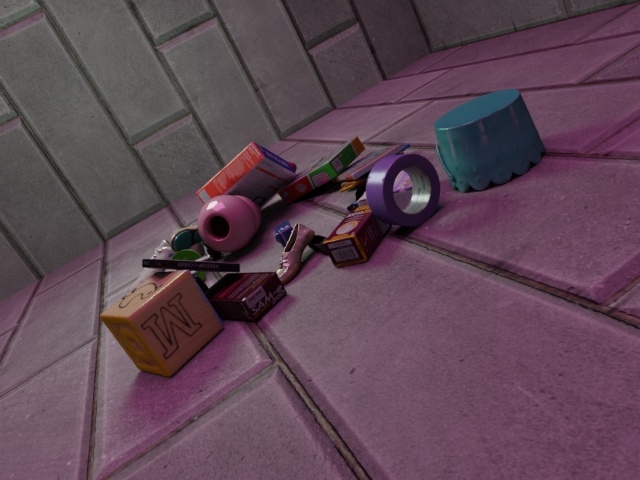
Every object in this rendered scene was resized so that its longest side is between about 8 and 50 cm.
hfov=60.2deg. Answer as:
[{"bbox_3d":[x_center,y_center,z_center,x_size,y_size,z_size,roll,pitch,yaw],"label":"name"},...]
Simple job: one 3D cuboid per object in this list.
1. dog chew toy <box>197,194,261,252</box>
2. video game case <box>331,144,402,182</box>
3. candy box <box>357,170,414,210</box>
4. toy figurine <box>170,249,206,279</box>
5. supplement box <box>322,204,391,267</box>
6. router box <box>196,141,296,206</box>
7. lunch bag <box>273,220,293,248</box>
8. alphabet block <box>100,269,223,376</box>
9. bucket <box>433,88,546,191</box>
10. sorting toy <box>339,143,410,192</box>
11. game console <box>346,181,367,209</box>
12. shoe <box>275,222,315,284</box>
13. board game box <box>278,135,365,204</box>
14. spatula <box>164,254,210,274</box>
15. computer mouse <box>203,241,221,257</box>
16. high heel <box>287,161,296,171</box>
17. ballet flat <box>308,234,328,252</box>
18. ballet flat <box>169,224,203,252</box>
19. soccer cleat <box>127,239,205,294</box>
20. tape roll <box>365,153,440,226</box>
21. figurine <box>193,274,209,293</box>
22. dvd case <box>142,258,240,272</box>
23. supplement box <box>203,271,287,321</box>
[{"bbox_3d":[-0.313,-0.077,2.028,0.206,0.207,0.332,-22,7,16],"label":"dog chew toy"},{"bbox_3d":[0.160,-0.277,2.017,0.204,0.025,0.285,-33,11,-10],"label":"video game case"},{"bbox_3d":[0.231,-0.146,1.649,0.196,0.070,0.165,-12,25,36],"label":"candy box"},{"bbox_3d":[-0.466,0.104,1.950,0.173,0.130,0.159,-52,5,4],"label":"toy figurine"},{"bbox_3d":[0.102,-0.018,1.483,0.104,0.081,0.188,-13,24,37],"label":"supplement box"},{"bbox_3d":[-0.282,-0.224,2.181,0.301,0.082,0.335,-40,-15,11],"label":"router box"},{"bbox_3d":[-0.117,-0.019,1.801,0.065,0.067,0.098,-29,18,-5],"label":"lunch bag"},{"bbox_3d":[-0.409,0.210,1.431,0.192,0.194,0.197,-8,27,48],"label":"alphabet block"},{"bbox_3d":[0.454,-0.280,1.515,0.281,0.183,0.281,-23,19,9],"label":"bucket"},{"bbox_3d":[0.190,-0.242,1.985,0.347,0.047,0.196,-38,15,-33],"label":"sorting toy"},{"bbox_3d":[0.141,-0.159,1.796,0.122,0.071,0.107,-37,19,-25],"label":"game console"},{"bbox_3d":[-0.086,0.038,1.585,0.076,0.058,0.219,-20,33,44],"label":"shoe"},{"bbox_3d":[0.003,-0.279,2.213,0.316,0.064,0.242,-24,16,45],"label":"board game box"},{"bbox_3d":[-0.447,0.125,1.708,0.242,0.019,0.168,-18,30,36],"label":"spatula"},{"bbox_3d":[-0.430,0.024,2.110,0.041,0.071,0.242,-27,16,-19],"label":"computer mouse"},{"bbox_3d":[-0.225,-0.237,2.506,0.377,0.127,0.181,-33,48,-24],"label":"high heel"},{"bbox_3d":[0.000,0.000,1.623,0.057,0.049,0.173,-33,20,-16],"label":"ballet flat"},{"bbox_3d":[-0.483,-0.013,1.976,0.086,0.086,0.248,-19,2,24],"label":"ballet flat"},{"bbox_3d":[-0.597,0.084,2.071,0.331,0.143,0.116,-34,20,-13],"label":"soccer cleat"},{"bbox_3d":[0.218,-0.132,1.453,0.189,0.189,0.080,-36,21,-23],"label":"tape roll"},{"bbox_3d":[-0.466,0.194,1.720,0.209,0.092,0.215,-40,21,-20],"label":"figurine"},{"bbox_3d":[-0.363,0.070,1.536,0.238,0.030,0.179,4,-4,-24],"label":"dvd case"},{"bbox_3d":[-0.217,0.150,1.502,0.239,0.073,0.130,-5,29,49],"label":"supplement box"}]
